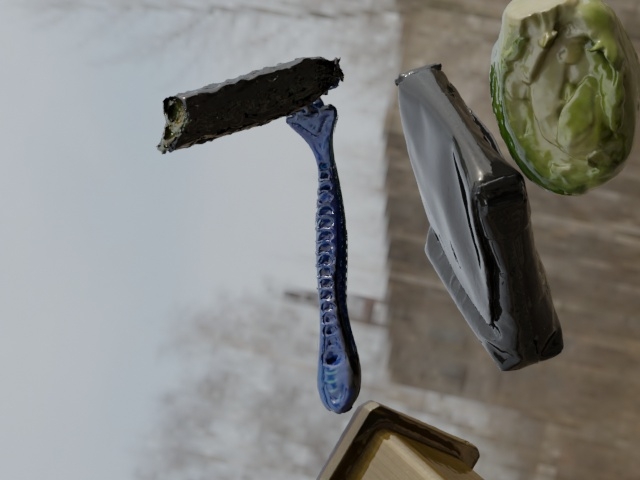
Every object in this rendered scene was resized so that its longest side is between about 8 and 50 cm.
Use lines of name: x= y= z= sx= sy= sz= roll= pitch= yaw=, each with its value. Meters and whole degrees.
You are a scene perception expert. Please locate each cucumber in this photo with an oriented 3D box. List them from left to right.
cucumber: x=-0.061 y=-0.120 z=1.620 sx=0.181 sy=0.053 sz=0.053 roll=-20 pitch=-47 yaw=-23

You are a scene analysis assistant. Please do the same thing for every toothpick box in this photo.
toothpick box: x=0.144 y=0.344 z=2.075 sx=0.190 sy=0.308 sz=0.187 roll=28 pitch=-84 yaw=-37

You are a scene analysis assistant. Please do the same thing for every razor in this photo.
razor: x=0.006 y=-0.001 z=1.763 sx=0.056 sy=0.093 sz=0.324 roll=-1 pitch=-98 yaw=-59

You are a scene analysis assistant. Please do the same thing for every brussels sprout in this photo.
brussels sprout: x=0.207 y=-0.130 z=1.612 sx=0.145 sy=0.131 sz=0.183 roll=-45 pitch=-53 yaw=-70

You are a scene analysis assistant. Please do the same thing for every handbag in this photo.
handbag: x=0.152 y=-0.027 z=1.775 sx=0.247 sy=0.080 sz=0.223 roll=-120 pitch=15 yaw=-54
